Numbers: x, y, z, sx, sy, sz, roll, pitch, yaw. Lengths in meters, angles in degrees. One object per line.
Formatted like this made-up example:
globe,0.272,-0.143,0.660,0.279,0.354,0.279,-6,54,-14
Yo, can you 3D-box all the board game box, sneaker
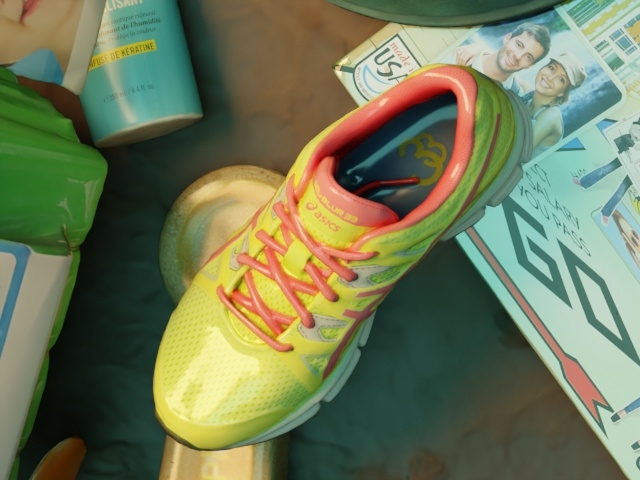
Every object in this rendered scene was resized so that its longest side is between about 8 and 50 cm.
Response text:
board game box,0.183,-0.014,0.790,0.213,0.046,0.317,-36,90,8
sneaker,0.000,0.000,0.727,0.081,0.094,0.208,41,89,15

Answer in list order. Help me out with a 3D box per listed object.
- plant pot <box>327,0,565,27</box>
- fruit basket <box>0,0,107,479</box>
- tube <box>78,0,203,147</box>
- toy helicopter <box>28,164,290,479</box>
plant pot,0.013,-0.233,0.653,0.272,0.255,0.271,-1,88,23
fruit basket,-0.264,0.029,0.660,0.165,0.353,0.327,37,116,39
tube,-0.107,-0.148,0.813,0.080,0.052,0.207,-16,87,0
toy helicopter,-0.065,0.140,0.806,0.235,0.140,0.355,5,84,14
